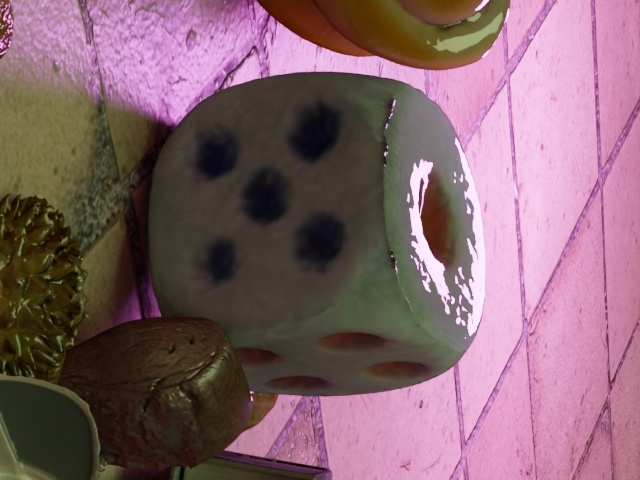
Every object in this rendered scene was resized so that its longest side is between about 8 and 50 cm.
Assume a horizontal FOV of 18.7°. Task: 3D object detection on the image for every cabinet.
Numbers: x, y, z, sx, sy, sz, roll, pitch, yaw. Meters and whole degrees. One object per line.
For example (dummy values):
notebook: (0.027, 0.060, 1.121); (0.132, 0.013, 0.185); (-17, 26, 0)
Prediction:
cabinet: (-0.077, 0.296, 1.983); (0.206, 0.145, 0.150); (50, 49, -82)

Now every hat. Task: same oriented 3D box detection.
hat: (-0.270, 0.236, 1.565); (0.275, 0.161, 0.232); (63, 22, -17)

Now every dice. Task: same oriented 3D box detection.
dice: (0.000, 0.000, 1.921); (0.268, 0.263, 0.264); (32, 52, -58)

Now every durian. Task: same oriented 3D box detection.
durian: (-0.240, 0.072, 1.661); (0.140, 0.078, 0.224); (-52, 142, -52)

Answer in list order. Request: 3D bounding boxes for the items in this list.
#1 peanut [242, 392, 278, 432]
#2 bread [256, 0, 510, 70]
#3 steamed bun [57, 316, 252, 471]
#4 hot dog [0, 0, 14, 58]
peanut: (-0.108, 0.167, 2.027); (0.193, 0.089, 0.089); (-8, 105, -63)
bread: (0.076, -0.366, 2.007); (0.329, 0.245, 0.424); (-54, 145, -24)
steamed bun: (-0.155, 0.142, 1.775); (0.145, 0.175, 0.106); (76, 3, -52)
hot dog: (-0.288, -0.263, 1.456); (0.088, 0.061, 0.285); (-54, 143, -53)
